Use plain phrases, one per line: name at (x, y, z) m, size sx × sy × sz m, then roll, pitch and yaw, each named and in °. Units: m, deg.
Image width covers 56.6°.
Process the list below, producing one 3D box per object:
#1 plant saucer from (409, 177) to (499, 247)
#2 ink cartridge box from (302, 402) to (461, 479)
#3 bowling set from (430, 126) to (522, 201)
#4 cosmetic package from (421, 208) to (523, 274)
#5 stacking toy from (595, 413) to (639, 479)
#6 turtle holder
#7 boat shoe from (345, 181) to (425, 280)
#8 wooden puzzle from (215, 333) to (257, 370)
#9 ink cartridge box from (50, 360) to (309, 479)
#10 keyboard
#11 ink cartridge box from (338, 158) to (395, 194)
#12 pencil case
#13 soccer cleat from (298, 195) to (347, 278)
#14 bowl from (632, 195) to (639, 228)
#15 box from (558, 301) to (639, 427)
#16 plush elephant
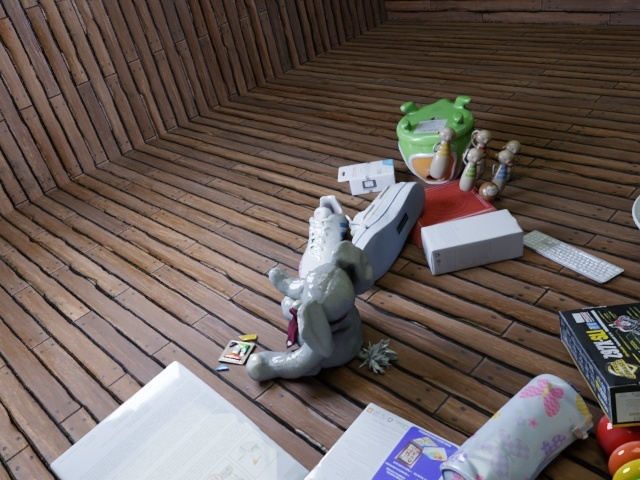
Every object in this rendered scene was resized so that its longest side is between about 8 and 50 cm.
plant saucer at (0.358, -0.094, 1.697) m, size 0.259 × 0.047 × 0.259 m, roll -16°, pitch 33°, yaw -3°
ink cartridge box at (0.109, 0.402, 1.035) m, size 0.206 × 0.045 × 0.208 m, roll 17°, pitch 43°, yaw 39°
bowling set at (0.472, -0.214, 1.666) m, size 0.287 × 0.154 × 0.200 m, roll -1°, pitch 30°, yaw -16°
cosmetic package at (0.382, 0.004, 1.505) m, size 0.231 × 0.085 × 0.117 m, roll -11°, pitch 33°, yaw 3°
stacking toy at (0.486, 0.373, 0.860) m, size 0.141 × 0.141 × 0.330 m, roll -8°, pitch 29°, yaw 11°
turtle holder at (0.361, -0.323, 1.877) m, size 0.244 × 0.227 × 0.320 m, roll -15°, pitch 32°, yaw 0°
boat shoe at (0.135, -0.033, 1.591) m, size 0.157 × 0.135 × 0.367 m, roll 7°, pitch 49°, yaw 39°
wooden puzzle at (-0.198, 0.261, 1.402) m, size 0.079 × 0.014 × 0.116 m, roll -3°, pitch 34°, yaw 18°
ink cartridge box at (-0.260, 0.444, 1.117) m, size 0.385 × 0.091 × 0.308 m, roll 30°, pitch 51°, yaw 27°
keyboard at (0.596, 0.034, 1.436) m, size 0.072 × 0.014 × 0.256 m, roll -28°, pitch 35°, yaw -20°
ink cartridge box at (0.152, -0.204, 1.932) m, size 0.180 × 0.060 × 0.104 m, roll -8°, pitch 34°, yaw 10°
pencil case at (0.326, 0.342, 0.982) m, size 0.273 × 0.113 × 0.124 m, roll -31°, pitch 64°, yaw -25°
soccer cleat at (0.000, 0.000, 1.603) m, size 0.116 × 0.143 × 0.331 m, roll -5°, pitch 34°, yaw 14°
bowl at (0.843, -0.011, 1.296) m, size 0.298 × 0.134 × 0.297 m, roll -10°, pitch 33°, yaw 7°
box at (0.590, 0.199, 1.040) m, size 0.257 × 0.079 × 0.322 m, roll -10°, pitch 13°, yaw 10°
plush elephant at (-0.008, 0.149, 1.272) m, size 0.330 × 0.255 × 0.272 m, roll 6°, pitch 38°, yaw 29°
